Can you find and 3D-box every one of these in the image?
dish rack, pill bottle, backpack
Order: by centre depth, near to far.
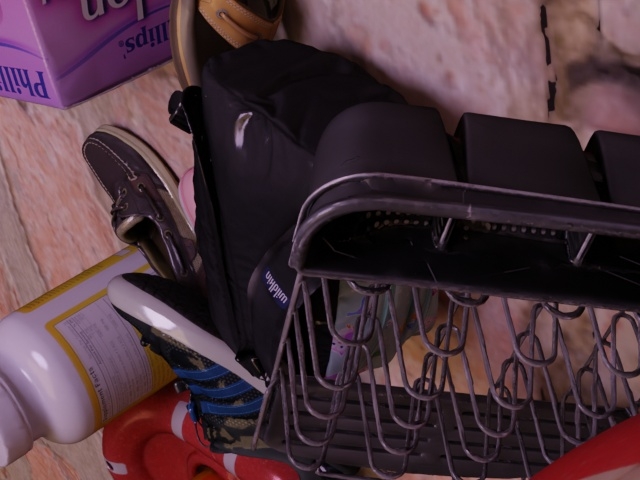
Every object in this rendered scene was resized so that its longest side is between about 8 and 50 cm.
[{"bbox_3d":[0.075,0.054,0.507,0.208,0.074,0.271,8,141,-7],"label":"dish rack"},{"bbox_3d":[0.000,0.000,0.617,0.152,0.115,0.182,46,146,42],"label":"backpack"},{"bbox_3d":[-0.168,0.080,0.840,0.103,0.184,0.103,33,140,33],"label":"pill bottle"}]

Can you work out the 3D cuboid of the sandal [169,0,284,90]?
[{"bbox_3d":[-0.044,-0.135,0.617,0.049,0.072,0.180,14,127,19],"label":"sandal"}]

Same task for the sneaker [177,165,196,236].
[{"bbox_3d":[-0.041,0.005,0.733,0.134,0.051,0.070,61,153,2],"label":"sneaker"}]

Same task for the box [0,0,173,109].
[{"bbox_3d":[-0.196,-0.218,0.686,0.214,0.117,0.243,16,130,45],"label":"box"}]

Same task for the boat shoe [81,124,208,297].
[{"bbox_3d":[-0.121,-0.019,0.819,0.152,0.049,0.056,46,145,16],"label":"boat shoe"}]

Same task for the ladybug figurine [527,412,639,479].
[{"bbox_3d":[0.182,0.173,0.442,0.305,0.162,0.449,26,142,-1],"label":"ladybug figurine"}]

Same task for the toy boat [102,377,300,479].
[{"bbox_3d":[-0.088,0.200,0.868,0.231,0.151,0.151,24,135,40],"label":"toy boat"}]

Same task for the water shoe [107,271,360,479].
[{"bbox_3d":[-0.063,0.098,0.758,0.203,0.073,0.080,33,100,2],"label":"water shoe"}]
